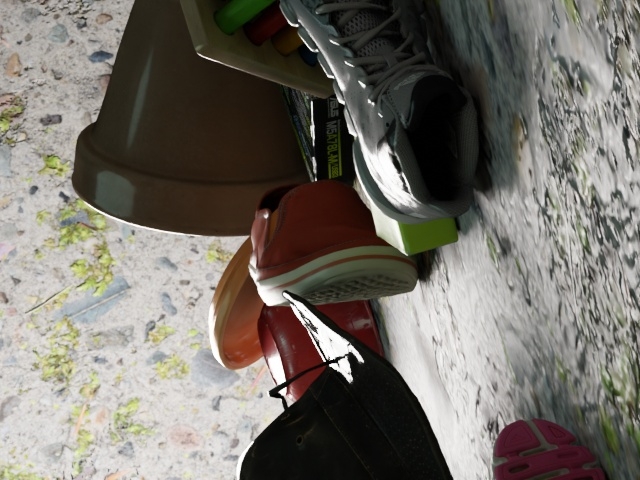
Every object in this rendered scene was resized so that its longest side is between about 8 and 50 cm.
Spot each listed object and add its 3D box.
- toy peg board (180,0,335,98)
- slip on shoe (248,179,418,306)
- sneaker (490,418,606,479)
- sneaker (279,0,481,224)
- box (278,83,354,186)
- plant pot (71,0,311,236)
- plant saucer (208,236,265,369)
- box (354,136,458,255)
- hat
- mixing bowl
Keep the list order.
[{"bbox_3d":[-0.039,-0.217,1.378,0.161,0.079,0.161,14,-129,-49],"label":"toy peg board"},{"bbox_3d":[0.000,0.000,1.446,0.331,0.123,0.101,-160,66,-78],"label":"slip on shoe"},{"bbox_3d":[0.134,0.178,0.914,0.075,0.063,0.170,93,157,-54],"label":"sneaker"},{"bbox_3d":[0.043,-0.115,1.003,0.228,0.086,0.132,66,171,-10],"label":"sneaker"},{"bbox_3d":[-0.016,-0.165,1.562,0.184,0.045,0.190,81,171,-64],"label":"box"},{"bbox_3d":[-0.122,-0.154,1.770,0.263,0.263,0.229,-118,31,-66],"label":"plant pot"},{"bbox_3d":[-0.059,0.047,1.850,0.037,0.200,0.200,32,156,21],"label":"plant saucer"},{"bbox_3d":[0.046,-0.085,1.176,0.109,0.042,0.178,-141,37,-79],"label":"box"},{"bbox_3d":[0.020,0.189,1.248,0.331,0.134,0.331,55,172,12],"label":"hat"},{"bbox_3d":[-0.007,0.107,1.804,0.181,0.098,0.181,163,90,-76],"label":"mixing bowl"}]
